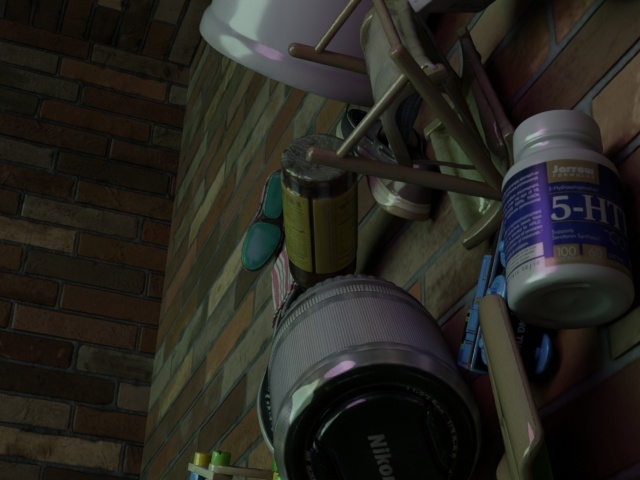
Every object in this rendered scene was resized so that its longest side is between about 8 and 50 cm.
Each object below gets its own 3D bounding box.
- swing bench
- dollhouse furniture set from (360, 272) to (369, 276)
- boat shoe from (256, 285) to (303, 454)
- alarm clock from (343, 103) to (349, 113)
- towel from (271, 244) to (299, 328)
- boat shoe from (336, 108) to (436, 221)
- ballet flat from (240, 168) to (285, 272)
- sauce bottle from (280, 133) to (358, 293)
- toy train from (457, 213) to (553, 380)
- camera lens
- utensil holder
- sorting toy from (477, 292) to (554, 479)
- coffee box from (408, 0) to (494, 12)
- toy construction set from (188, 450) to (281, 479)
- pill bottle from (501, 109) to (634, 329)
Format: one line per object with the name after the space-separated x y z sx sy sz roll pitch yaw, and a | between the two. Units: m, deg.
0.116 -0.164 1.244 0.165 0.254 0.253 -49 30 26 | swing bench
0.061 0.126 1.594 0.081 0.091 0.114 42 155 26 | dollhouse furniture set
-0.036 0.201 1.677 0.091 0.114 0.302 113 161 -49 | boat shoe
0.065 -0.326 1.825 0.129 0.064 0.192 143 140 -66 | alarm clock
-0.062 0.059 2.013 0.197 0.029 0.144 119 157 -45 | towel
0.101 -0.128 1.500 0.092 0.103 0.285 -64 24 23 | boat shoe
-0.105 -0.038 2.170 0.079 0.077 0.221 79 -152 -86 | ballet flat
0.000 0.000 1.558 0.344 0.111 0.111 90 177 -47 | sauce bottle
0.197 0.060 1.078 0.105 0.080 0.184 -179 101 -79 | toy train
0.052 0.177 1.189 0.274 0.219 0.219 -104 30 -70 | camera lens
0.034 -0.436 1.548 0.327 0.327 0.385 -110 38 -61 | utensil holder
0.185 0.218 0.904 0.307 0.041 0.229 -93 -7 -57 | sorting toy
0.120 -0.422 1.232 0.119 0.168 0.297 -34 81 35 | coffee box
-0.101 0.393 1.542 0.328 0.215 0.151 -101 22 -83 | toy construction set
0.225 -0.022 0.978 0.112 0.112 0.187 127 150 -55 | pill bottle
